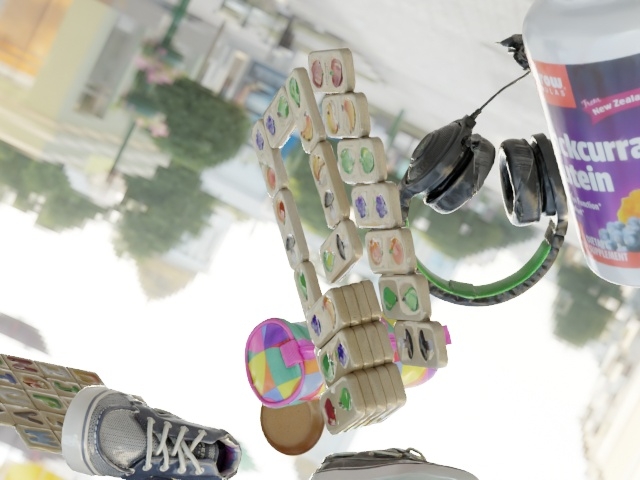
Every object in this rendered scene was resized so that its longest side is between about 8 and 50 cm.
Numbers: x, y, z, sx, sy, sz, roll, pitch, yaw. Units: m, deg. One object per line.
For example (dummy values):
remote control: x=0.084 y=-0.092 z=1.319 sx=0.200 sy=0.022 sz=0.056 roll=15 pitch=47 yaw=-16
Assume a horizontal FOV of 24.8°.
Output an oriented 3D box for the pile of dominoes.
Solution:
pile of dominoes: x=0.000 y=0.000 z=0.986 sx=0.040 sy=0.251 sz=0.196 roll=-10 pitch=163 yaw=-22

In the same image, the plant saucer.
plant saucer: x=-0.033 y=0.192 z=1.583 sx=0.083 sy=0.083 sz=0.015 roll=24 pitch=161 yaw=-28

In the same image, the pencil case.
pencil case: x=0.029 y=0.123 z=1.579 sx=0.236 sy=0.104 sz=0.104 roll=-5 pitch=-154 yaw=-44

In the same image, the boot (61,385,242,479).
boot: x=-0.124 y=0.152 z=1.112 sx=0.086 sy=0.069 sz=0.190 roll=5 pitch=171 yaw=15

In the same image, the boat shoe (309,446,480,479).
boat shoe: x=0.085 y=0.261 z=1.616 sx=0.219 sy=0.070 sz=0.077 roll=-4 pitch=127 yaw=32

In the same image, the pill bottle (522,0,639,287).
pill bottle: x=0.165 y=-0.082 z=0.746 sx=0.108 sy=0.108 sz=0.193 roll=36 pitch=148 yaw=64

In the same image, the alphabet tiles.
alphabet tiles: x=-0.370 y=0.242 z=2.117 sx=0.343 sy=0.011 sz=0.285 roll=17 pitch=-166 yaw=-37

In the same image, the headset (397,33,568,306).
headset: x=0.240 y=-0.091 z=2.018 sx=0.243 sy=0.394 sz=0.185 roll=10 pitch=-165 yaw=-6
